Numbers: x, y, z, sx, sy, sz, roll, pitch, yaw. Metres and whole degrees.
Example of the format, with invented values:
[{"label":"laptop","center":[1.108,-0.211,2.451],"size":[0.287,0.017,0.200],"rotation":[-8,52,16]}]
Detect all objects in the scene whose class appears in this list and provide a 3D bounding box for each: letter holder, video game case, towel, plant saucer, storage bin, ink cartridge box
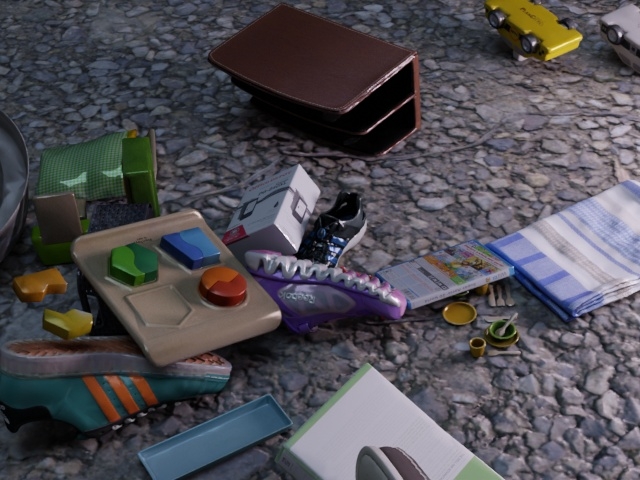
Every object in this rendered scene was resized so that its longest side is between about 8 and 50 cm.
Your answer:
[{"label":"letter holder","center":[-0.016,-0.248,2.137],"size":[0.302,0.152,0.214],"rotation":[26,50,32]},{"label":"video game case","center":[0.176,0.047,1.832],"size":[0.166,0.015,0.119],"rotation":[-18,25,-16]},{"label":"towel","center":[0.412,0.007,1.869],"size":[0.285,0.034,0.209],"rotation":[-22,41,-21]},{"label":"plant saucer","center":[-0.133,0.256,1.623],"size":[0.192,0.018,0.067],"rotation":[-23,42,-20]},{"label":"storage bin","center":[-0.283,0.041,1.820],"size":[0.084,0.122,0.180],"rotation":[-2,39,3]},{"label":"ink cartridge box","center":[0.088,0.280,1.545],"size":[0.235,0.056,0.171],"rotation":[41,53,12]},{"label":"ink cartridge box","center":[-0.074,-0.033,1.906],"size":[0.109,0.063,0.150],"rotation":[-22,29,31]}]

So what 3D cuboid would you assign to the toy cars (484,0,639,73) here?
[{"label":"toy cars","center":[0.477,-0.351,2.273],"size":[0.393,0.087,0.176],"rotation":[10,46,13]}]

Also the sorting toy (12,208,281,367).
[{"label":"sorting toy","center":[-0.227,0.062,1.672],"size":[0.307,0.041,0.229],"rotation":[-16,52,-36]}]

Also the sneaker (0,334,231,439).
[{"label":"sneaker","center":[-0.267,0.194,1.659],"size":[0.302,0.121,0.108],"rotation":[3,13,-19]}]

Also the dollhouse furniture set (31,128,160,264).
[{"label":"dollhouse furniture set","center":[-0.359,-0.121,2.006],"size":[0.197,0.151,0.301],"rotation":[-8,39,-4]}]

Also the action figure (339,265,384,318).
[{"label":"action figure","center":[0.062,0.069,1.830],"size":[0.038,0.030,0.115],"rotation":[-31,44,-23]}]

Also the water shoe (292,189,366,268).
[{"label":"water shoe","center":[0.000,0.000,1.878],"size":[0.073,0.080,0.203],"rotation":[15,43,23]}]

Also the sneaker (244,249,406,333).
[{"label":"sneaker","center":[0.000,0.085,1.767],"size":[0.236,0.104,0.095],"rotation":[13,1,13]}]

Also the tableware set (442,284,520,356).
[{"label":"tableware set","center":[0.221,0.103,1.774],"size":[0.104,0.024,0.154],"rotation":[-2,39,3]}]

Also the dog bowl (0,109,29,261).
[{"label":"dog bowl","center":[-0.603,-0.065,1.929],"size":[0.348,0.102,0.349],"rotation":[-1,57,2]}]

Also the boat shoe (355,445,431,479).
[{"label":"boat shoe","center":[0.144,0.351,1.392],"size":[0.096,0.116,0.324],"rotation":[-12,47,-26]}]
